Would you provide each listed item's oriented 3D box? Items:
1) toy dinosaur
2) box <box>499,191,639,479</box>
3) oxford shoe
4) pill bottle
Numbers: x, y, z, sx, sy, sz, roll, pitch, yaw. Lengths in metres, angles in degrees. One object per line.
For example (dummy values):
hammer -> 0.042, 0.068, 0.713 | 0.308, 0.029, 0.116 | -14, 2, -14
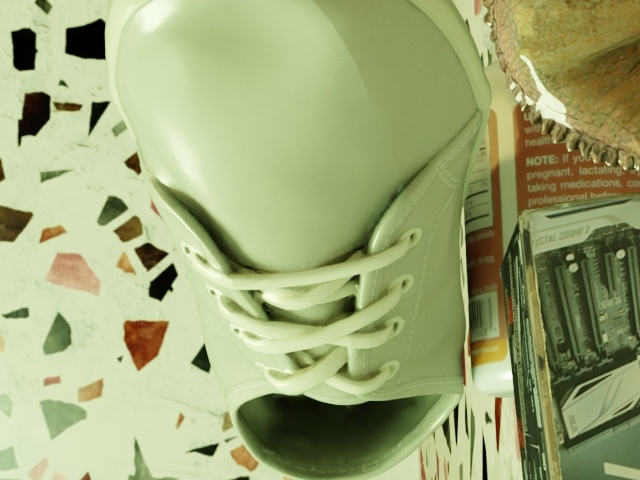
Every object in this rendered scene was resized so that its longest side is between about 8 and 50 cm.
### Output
toy dinosaur -> 0.104, -0.119, 0.762 | 0.127, 0.200, 0.295 | 93, 174, -65
box -> 0.112, 0.147, 0.640 | 0.242, 0.076, 0.307 | 52, -148, -83
oxford shoe -> 0.000, 0.000, 0.960 | 0.449, 0.169, 0.130 | 80, -171, -62
pill bottle -> 0.135, -0.028, 1.053 | 0.121, 0.121, 0.216 | 105, 164, -82
